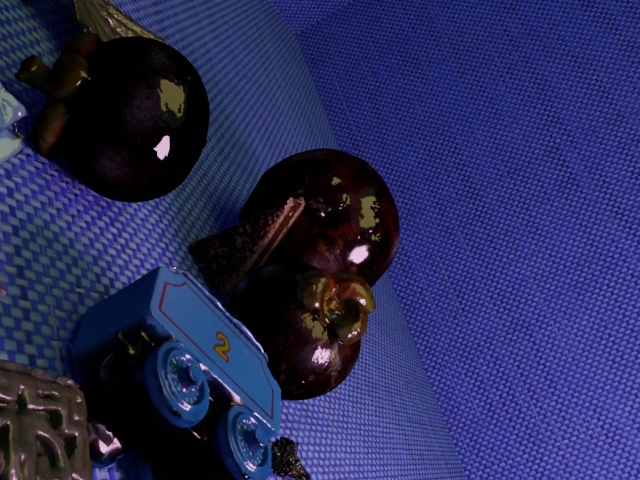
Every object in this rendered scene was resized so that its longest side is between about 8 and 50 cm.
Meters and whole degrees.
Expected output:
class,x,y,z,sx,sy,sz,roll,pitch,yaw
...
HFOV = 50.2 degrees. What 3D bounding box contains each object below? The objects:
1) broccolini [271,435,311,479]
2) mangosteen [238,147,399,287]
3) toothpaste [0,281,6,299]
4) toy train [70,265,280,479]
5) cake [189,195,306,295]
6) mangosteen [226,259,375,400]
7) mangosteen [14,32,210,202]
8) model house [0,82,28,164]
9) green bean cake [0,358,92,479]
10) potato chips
class,x,y,z,sx,sy,sz,roll,pitch,yaw
broccolini,-0.047,0.458,1.309,0.074,0.058,0.201,-74,153,-48
mangosteen,-0.017,-0.002,1.593,0.380,0.421,0.381,15,43,-14
toothpaste,-0.407,0.076,0.712,0.047,0.040,0.196,60,16,-6
toy train,-0.195,0.202,0.935,0.300,0.188,0.265,52,19,-29
cake,-0.122,0.016,1.372,0.135,0.245,0.112,67,17,-1
mangosteen,-0.043,0.164,1.316,0.288,0.288,0.288,56,17,-27
mangosteen,-0.327,-0.207,1.087,0.302,0.275,0.275,24,34,-25
model house,-0.451,-0.098,0.608,0.261,0.225,0.241,53,33,-24
green bean cake,-0.312,0.238,0.606,0.241,0.132,0.255,47,22,-56
potato chips,-0.388,-0.363,1.357,0.389,0.097,0.374,17,52,-69
